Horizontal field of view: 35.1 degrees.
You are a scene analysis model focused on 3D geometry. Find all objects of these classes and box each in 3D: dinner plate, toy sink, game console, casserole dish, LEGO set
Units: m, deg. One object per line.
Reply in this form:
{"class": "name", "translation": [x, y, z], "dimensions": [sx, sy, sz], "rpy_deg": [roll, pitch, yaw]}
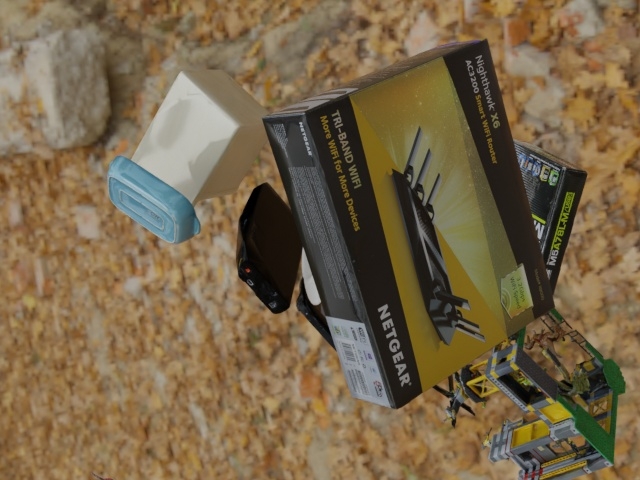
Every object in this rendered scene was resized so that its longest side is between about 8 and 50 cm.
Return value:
{"class": "dinner plate", "translation": [0.000, 0.000, 1.104], "dimensions": [0.141, 0.017, 0.141], "rpy_deg": [-169, 90, -75]}
{"class": "toy sink", "translation": [-0.209, -0.162, 1.782], "dimensions": [0.153, 0.131, 0.234], "rpy_deg": [43, 118, 18]}
{"class": "game console", "translation": [-0.019, 0.082, 1.731], "dimensions": [0.044, 0.213, 0.361], "rpy_deg": [-27, 119, 26]}
{"class": "casserole dish", "translation": [-0.274, -0.059, 1.616], "dimensions": [0.188, 0.037, 0.114], "rpy_deg": [33, 147, 13]}
{"class": "LEGO set", "translation": [0.309, 0.231, 1.575], "dimensions": [0.192, 0.331, 0.255], "rpy_deg": [-31, 33, 37]}

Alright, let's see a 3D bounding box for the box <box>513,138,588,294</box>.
{"class": "box", "translation": [0.303, -0.039, 1.472], "dimensions": [0.191, 0.045, 0.184], "rpy_deg": [-128, 50, -65]}

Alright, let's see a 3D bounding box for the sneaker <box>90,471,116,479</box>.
{"class": "sneaker", "translation": [-0.268, 0.382, 1.341], "dimensions": [0.121, 0.112, 0.299], "rpy_deg": [-68, 17, -15]}

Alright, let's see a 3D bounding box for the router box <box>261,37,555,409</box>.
{"class": "router box", "translation": [0.100, -0.022, 1.033], "dimensions": [0.081, 0.243, 0.309], "rpy_deg": [5, 117, 55]}
